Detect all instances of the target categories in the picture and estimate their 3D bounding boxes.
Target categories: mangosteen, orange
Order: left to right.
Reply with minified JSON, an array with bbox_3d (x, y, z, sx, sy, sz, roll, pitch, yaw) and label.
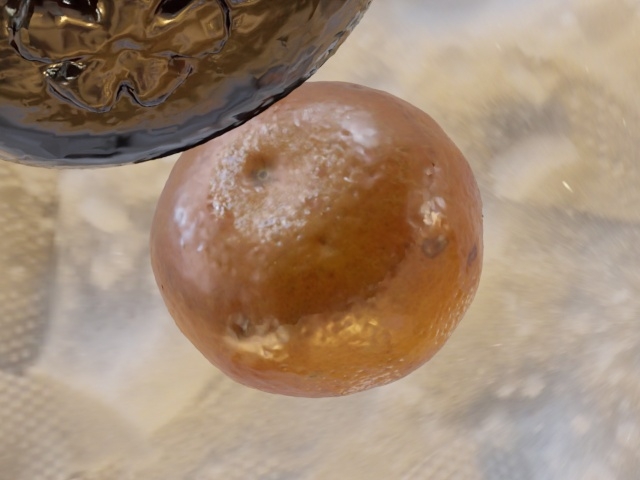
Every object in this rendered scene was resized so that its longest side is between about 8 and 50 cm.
[{"bbox_3d":[-0.101,-0.172,0.749,0.288,0.288,0.288,0,88,11],"label":"mangosteen"},{"bbox_3d":[0.000,0.000,1.198,0.224,0.170,0.224,-11,56,16],"label":"orange"}]
